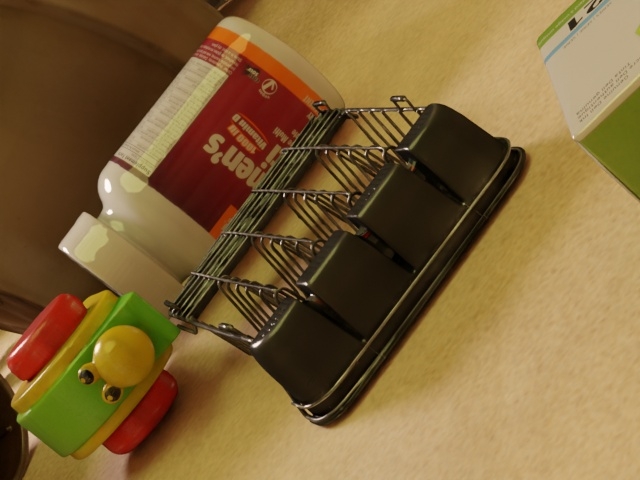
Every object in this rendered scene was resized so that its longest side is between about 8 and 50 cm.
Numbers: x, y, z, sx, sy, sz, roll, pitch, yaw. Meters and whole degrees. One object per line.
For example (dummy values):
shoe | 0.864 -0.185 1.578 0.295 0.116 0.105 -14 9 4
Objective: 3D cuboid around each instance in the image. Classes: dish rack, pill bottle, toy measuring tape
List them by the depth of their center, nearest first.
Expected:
dish rack | 0.000 0.000 1.244 0.208 0.074 0.271 -52 17 -9
toy measuring tape | -0.178 0.102 1.410 0.121 0.121 0.330 -55 10 -14
pill bottle | -0.091 -0.051 1.463 0.221 0.121 0.121 -53 19 -6

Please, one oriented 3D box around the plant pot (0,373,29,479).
plant pot | -0.347 0.184 1.563 0.165 0.167 0.167 -43 18 41

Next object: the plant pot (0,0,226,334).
plant pot | -0.250 -0.074 1.660 0.323 0.323 0.280 -12 59 61

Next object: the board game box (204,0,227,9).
board game box | -0.304 -0.216 1.990 0.390 0.050 0.390 -9 -17 -45

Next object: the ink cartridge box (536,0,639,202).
ink cartridge box | 0.210 -0.080 0.869 0.189 0.097 0.255 -44 19 18
